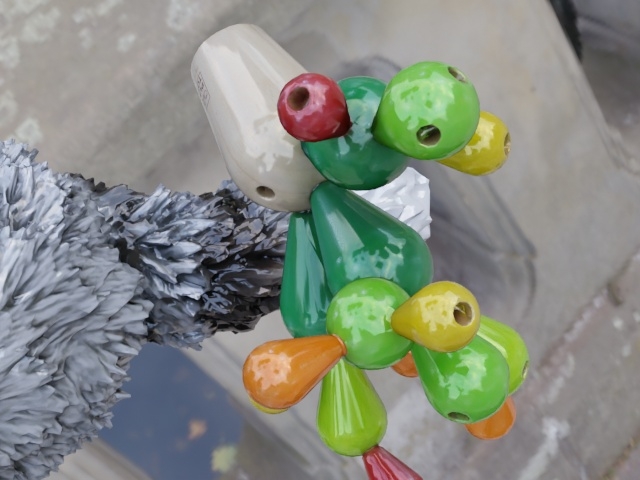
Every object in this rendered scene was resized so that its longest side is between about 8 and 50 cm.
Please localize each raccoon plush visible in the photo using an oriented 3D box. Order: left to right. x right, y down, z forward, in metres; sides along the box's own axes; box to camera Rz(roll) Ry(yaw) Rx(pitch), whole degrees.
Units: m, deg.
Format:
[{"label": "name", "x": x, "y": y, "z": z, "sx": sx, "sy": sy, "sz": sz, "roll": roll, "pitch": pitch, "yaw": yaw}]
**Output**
[{"label": "raccoon plush", "x": -0.152, "y": 0.062, "z": 0.590, "sx": 0.446, "sy": 0.216, "sz": 0.299, "roll": -22, "pitch": 31, "yaw": 3}]

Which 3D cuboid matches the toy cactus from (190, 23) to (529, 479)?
[{"label": "toy cactus", "x": 0.000, "y": 0.000, "z": 0.485, "sx": 0.112, "sy": 0.219, "sz": 0.180, "roll": -27, "pitch": 60, "yaw": -11}]
